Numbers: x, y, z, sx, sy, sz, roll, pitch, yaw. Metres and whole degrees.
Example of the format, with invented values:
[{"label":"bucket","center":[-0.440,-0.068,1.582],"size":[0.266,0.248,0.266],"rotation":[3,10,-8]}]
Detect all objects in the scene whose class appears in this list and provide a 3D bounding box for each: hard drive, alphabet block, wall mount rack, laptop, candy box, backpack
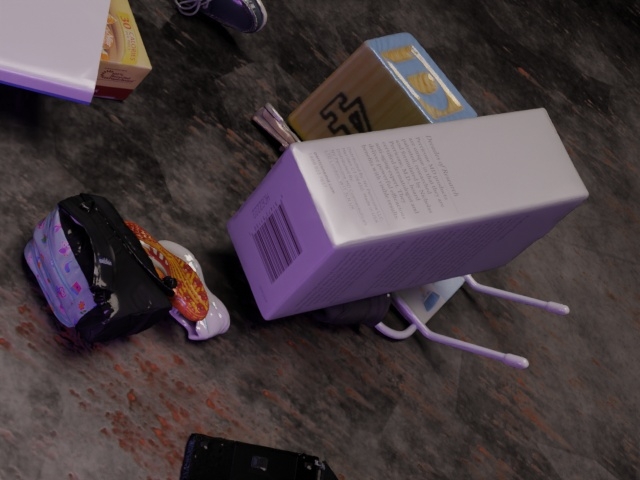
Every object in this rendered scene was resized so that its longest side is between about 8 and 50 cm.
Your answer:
[{"label":"hard drive","center":[-0.444,-0.306,1.726],"size":[0.318,0.040,0.210],"rotation":[13,55,-15]},{"label":"alphabet block","center":[0.102,-0.201,2.135],"size":[0.193,0.197,0.192],"rotation":[52,29,8]},{"label":"wall mount rack","center":[0.223,0.070,2.079],"size":[0.304,0.130,0.350],"rotation":[49,37,2]},{"label":"laptop","center":[-0.056,0.387,1.595],"size":[0.264,0.137,0.234],"rotation":[11,43,-4]},{"label":"candy box","center":[-0.381,-0.361,1.897],"size":[0.183,0.087,0.316],"rotation":[3,56,-44]},{"label":"backpack","center":[-0.281,0.034,1.610],"size":[0.182,0.115,0.152],"rotation":[57,25,15]}]

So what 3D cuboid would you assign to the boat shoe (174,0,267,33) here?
[{"label":"boat shoe","center":[-0.202,-0.421,2.136],"size":[0.254,0.095,0.079],"rotation":[42,34,-5]}]

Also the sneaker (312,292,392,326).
[{"label":"sneaker","center":[0.000,0.000,1.946],"size":[0.130,0.109,0.286],"rotation":[-4,56,-38]}]

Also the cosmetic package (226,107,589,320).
[{"label":"cosmetic package","center":[0.125,-0.043,1.841],"size":[0.453,0.230,0.162],"rotation":[-10,68,-34]}]

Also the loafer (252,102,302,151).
[{"label":"loafer","center":[-0.059,-0.162,2.095],"size":[0.125,0.039,0.045],"rotation":[52,3,1]}]

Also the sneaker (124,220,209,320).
[{"label":"sneaker","center":[-0.214,0.047,1.699],"size":[0.175,0.067,0.064],"rotation":[42,30,14]}]

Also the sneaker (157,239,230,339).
[{"label":"sneaker","center":[-0.182,0.065,1.735],"size":[0.152,0.053,0.061],"rotation":[54,39,8]}]
